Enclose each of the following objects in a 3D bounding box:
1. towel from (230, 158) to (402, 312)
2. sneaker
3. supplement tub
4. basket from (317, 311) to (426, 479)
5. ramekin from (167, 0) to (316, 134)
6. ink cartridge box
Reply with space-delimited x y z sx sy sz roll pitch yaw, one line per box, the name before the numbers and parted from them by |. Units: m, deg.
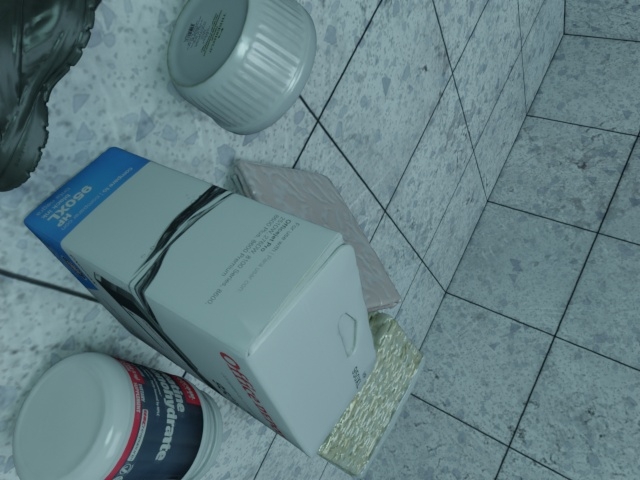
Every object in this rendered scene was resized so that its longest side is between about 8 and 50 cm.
towel | 0.000 0.000 0.944 0.053 0.331 0.317 -38 160 29
sneaker | -0.324 -0.194 0.484 0.130 0.109 0.286 18 91 -53
supplement tub | -0.293 0.291 0.749 0.191 0.191 0.272 -61 149 -12
basket | 0.007 0.300 1.107 0.331 0.328 0.266 -58 144 -15
ramekin | -0.118 -0.262 0.671 0.109 0.207 0.207 18 94 -51
ink cartridge box | -0.146 0.072 0.641 0.166 0.395 0.285 -51 145 -27
